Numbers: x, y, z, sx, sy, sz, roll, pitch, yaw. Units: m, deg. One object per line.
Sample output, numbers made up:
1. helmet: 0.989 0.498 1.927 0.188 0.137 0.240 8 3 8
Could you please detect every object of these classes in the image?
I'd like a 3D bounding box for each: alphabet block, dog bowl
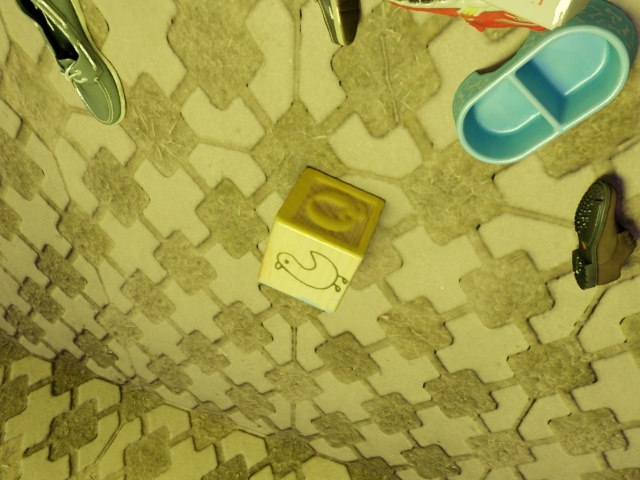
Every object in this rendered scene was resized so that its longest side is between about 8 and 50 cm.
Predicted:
1. alphabet block: 0.000 0.000 1.089 0.192 0.193 0.197 22 136 1
2. dog bowl: 0.337 -0.231 0.807 0.166 0.074 0.297 40 133 -14

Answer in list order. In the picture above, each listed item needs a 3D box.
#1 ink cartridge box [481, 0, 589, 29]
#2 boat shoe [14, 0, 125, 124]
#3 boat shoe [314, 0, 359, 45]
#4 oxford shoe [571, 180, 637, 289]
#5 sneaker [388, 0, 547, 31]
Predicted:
1. ink cartridge box: 0.202 -0.389 0.571 0.273 0.114 0.197 37 142 22
2. boat shoe: -0.507 -0.368 1.045 0.116 0.099 0.319 4 132 21
3. boat shoe: 0.005 -0.414 0.791 0.073 0.080 0.224 5 127 28
4. oxford shoe: 0.519 -0.014 0.935 0.096 0.083 0.227 -11 128 8
5. sneaker: 0.209 -0.348 0.741 0.279 0.107 0.118 21 177 23
